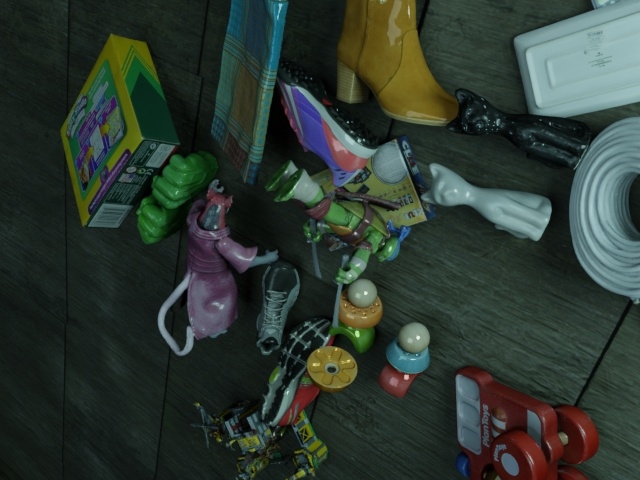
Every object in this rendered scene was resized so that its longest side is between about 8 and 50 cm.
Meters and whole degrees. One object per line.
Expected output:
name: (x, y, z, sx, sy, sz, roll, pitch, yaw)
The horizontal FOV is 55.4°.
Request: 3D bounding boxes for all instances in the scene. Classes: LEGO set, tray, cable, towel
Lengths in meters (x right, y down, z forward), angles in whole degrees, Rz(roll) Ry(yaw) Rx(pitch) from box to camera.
LEGO set: (-0.167, 0.507, 1.502, 0.331, 0.192, 0.254, -13, 98, 39)
tray: (0.413, -0.265, 0.887, 0.270, 0.030, 0.145, -6, 102, 46)
cable: (0.454, -0.047, 0.850, 0.257, 0.089, 0.257, 113, 148, -55)
towel: (-0.154, -0.333, 1.229, 0.271, 0.040, 0.370, 52, 135, 50)

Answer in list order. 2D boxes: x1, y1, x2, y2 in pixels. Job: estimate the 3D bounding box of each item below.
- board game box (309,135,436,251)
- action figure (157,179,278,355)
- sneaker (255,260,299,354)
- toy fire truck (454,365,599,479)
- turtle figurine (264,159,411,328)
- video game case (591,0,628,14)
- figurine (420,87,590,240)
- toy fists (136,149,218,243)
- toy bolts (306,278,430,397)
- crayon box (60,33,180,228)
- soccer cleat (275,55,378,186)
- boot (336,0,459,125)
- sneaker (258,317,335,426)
board game box: (0.089, -0.086, 1.206, 0.243, 0.042, 0.165, -18, 94, 39)
action figure: (-0.266, 0.029, 1.379, 0.248, 0.276, 0.370, 38, 138, 28)
sneaker: (-0.098, 0.166, 1.365, 0.086, 0.132, 0.228, 9, 124, -5)
toy fire truck: (0.351, 0.405, 1.126, 0.254, 0.169, 0.302, 18, 118, 58)
turtle figurine: (0.000, 0.000, 1.109, 0.275, 0.197, 0.266, -33, 118, 31)
video game case: (0.476, -0.359, 0.838, 0.190, 0.022, 0.173, -20, 93, 39)
figurine: (0.284, -0.118, 0.982, 0.210, 0.092, 0.214, 21, 119, 7)
toy fists: (-0.356, -0.101, 1.456, 0.096, 0.142, 0.279, 41, 126, 1)
toy bolts: (0.101, 0.201, 1.195, 0.229, 0.218, 0.158, 27, 134, 19)
crayon box: (-0.504, -0.256, 1.494, 0.363, 0.106, 0.313, -41, 60, 38)
soccer cleat: (-0.024, -0.240, 1.175, 0.318, 0.109, 0.116, 49, 122, 23)
boot: (0.146, -0.322, 1.044, 0.295, 0.104, 0.211, 24, 119, 33)
sneaker: (-0.039, 0.300, 1.393, 0.107, 0.118, 0.279, 39, 102, 48)
